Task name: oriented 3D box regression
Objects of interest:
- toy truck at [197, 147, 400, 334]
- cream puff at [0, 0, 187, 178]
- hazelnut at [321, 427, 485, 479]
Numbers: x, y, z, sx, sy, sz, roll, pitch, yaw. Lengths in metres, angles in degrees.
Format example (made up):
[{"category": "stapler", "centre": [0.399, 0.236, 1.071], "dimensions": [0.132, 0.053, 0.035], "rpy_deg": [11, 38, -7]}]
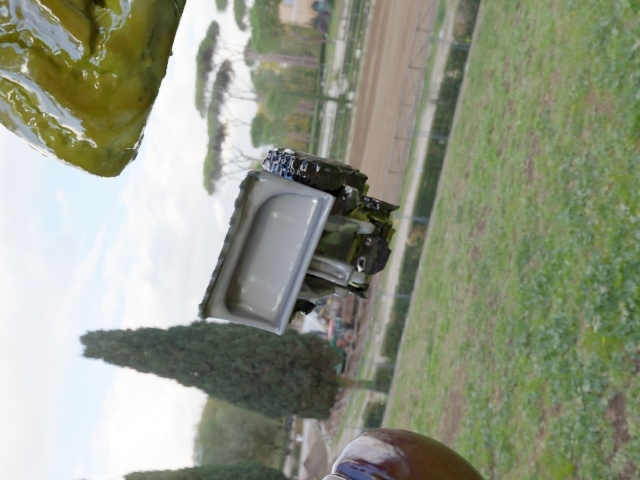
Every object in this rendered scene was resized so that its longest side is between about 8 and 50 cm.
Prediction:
[{"category": "toy truck", "centre": [0.000, 0.000, 0.511], "dimensions": [0.286, 0.111, 0.136], "rpy_deg": [-26, -43, -75]}, {"category": "cream puff", "centre": [-0.307, -0.248, 0.743], "dimensions": [0.291, 0.257, 0.324], "rpy_deg": [-48, 31, 43]}, {"category": "hazelnut", "centre": [0.089, 0.324, 0.665], "dimensions": [0.218, 0.218, 0.233], "rpy_deg": [-88, 19, -75]}]
